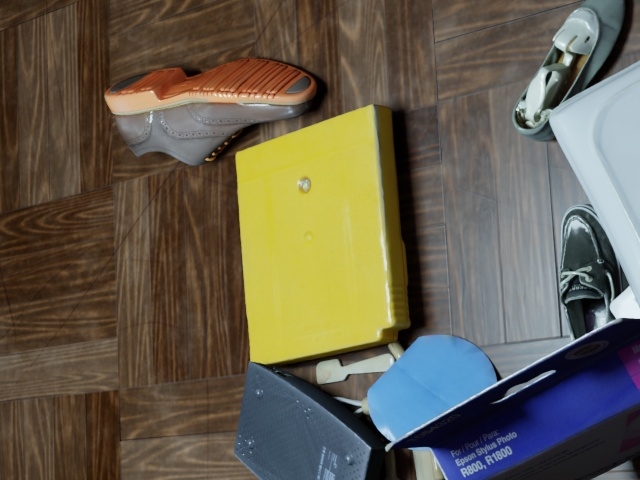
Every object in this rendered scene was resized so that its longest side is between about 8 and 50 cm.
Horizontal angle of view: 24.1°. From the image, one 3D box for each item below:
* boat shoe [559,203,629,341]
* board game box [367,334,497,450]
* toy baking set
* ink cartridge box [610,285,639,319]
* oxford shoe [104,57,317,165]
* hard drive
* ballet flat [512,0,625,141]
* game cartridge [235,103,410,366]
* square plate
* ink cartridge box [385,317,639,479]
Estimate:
[{"bbox_3d":[0.325,0.058,1.793,0.077,0.070,0.219,-24,70,38],"label":"boat shoe"},{"bbox_3d":[0.144,0.200,1.932,0.133,0.033,0.168,34,70,33],"label":"board game box"},{"bbox_3d":[0.079,0.235,2.018,0.197,0.030,0.256,-46,57,28],"label":"toy baking set"},{"bbox_3d":[0.429,0.118,1.695,0.115,0.067,0.198,-46,59,28],"label":"ink cartridge box"},{"bbox_3d":[-0.152,-0.188,2.243,0.363,0.130,0.133,1,119,35],"label":"oxford shoe"},{"bbox_3d":[-0.015,0.284,2.056,0.254,0.054,0.172,31,120,40],"label":"hard drive"},{"bbox_3d":[0.304,-0.219,1.846,0.072,0.068,0.213,40,111,38],"label":"ballet flat"},{"bbox_3d":[0.000,0.000,2.095,0.285,0.052,0.324,-15,76,43],"label":"game cartridge"},{"bbox_3d":[0.455,-0.094,1.656,0.344,0.049,0.347,-31,62,21],"label":"square plate"},{"bbox_3d":[0.290,0.176,1.548,0.324,0.330,0.071,-35,65,38],"label":"ink cartridge box"}]
